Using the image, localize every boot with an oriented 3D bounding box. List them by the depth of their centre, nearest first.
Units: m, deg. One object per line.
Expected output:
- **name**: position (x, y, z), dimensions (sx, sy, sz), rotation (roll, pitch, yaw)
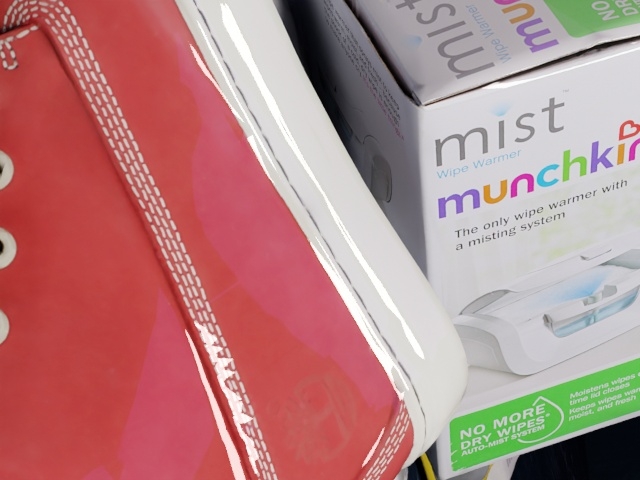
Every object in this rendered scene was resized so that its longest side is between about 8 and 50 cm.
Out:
- **boot**: position (-0.086, -0.002, 0.322), dimensions (0.176, 0.088, 0.244), rotation (-40, 102, -34)

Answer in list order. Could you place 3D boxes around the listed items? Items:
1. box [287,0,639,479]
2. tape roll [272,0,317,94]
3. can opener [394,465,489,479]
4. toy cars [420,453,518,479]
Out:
- **box**: position (0.055, -0.069, 0.655), dimensions (0.231, 0.126, 0.262), rotation (83, -13, -45)
- **tape roll**: position (-0.048, -0.009, 0.520), dimensions (0.219, 0.072, 0.219), rotation (-10, 90, -76)
- **can opener**: position (0.064, 0.188, 0.841), dimensions (0.074, 0.093, 0.280), rotation (6, 80, -78)
- **toy cars**: position (0.149, 0.135, 1.232), dimensions (0.393, 0.087, 0.176), rotation (22, 59, -75)
